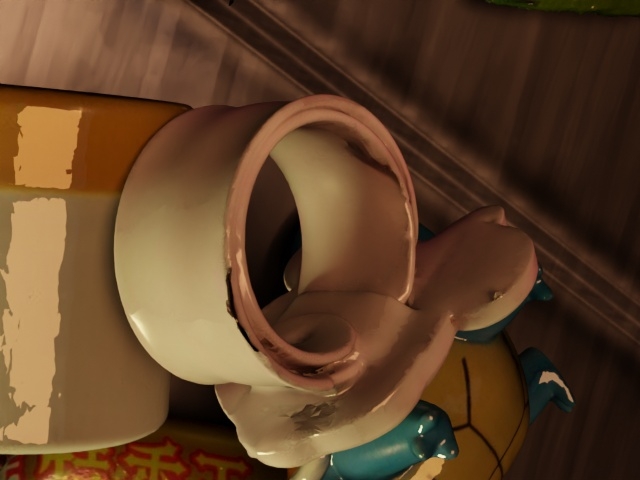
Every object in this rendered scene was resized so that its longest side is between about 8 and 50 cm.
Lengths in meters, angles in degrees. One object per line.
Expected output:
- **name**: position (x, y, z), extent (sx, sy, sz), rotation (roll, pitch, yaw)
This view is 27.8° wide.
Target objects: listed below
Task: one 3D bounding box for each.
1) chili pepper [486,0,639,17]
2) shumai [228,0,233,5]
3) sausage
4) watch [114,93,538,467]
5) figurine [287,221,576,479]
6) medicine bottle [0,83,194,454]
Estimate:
- **chili pepper**: position (0.303, -0.231, 1.258), extent (0.359, 0.076, 0.085), rotation (10, 66, -30)
- **shumai**: position (-0.121, -0.322, 0.977), extent (0.185, 0.218, 0.184), rotation (27, 67, 12)
- **sausage**: position (-0.158, 0.184, 1.019), extent (0.317, 0.117, 0.125), rotation (18, 54, -30)
- **watch**: position (0.000, 0.000, 0.839), extent (0.248, 0.211, 0.217), rotation (-52, 127, -35)
- **figurine**: position (0.077, 0.130, 0.997), extent (0.298, 0.243, 0.416), rotation (77, 16, -54)
- **medicine bottle**: position (-0.212, 0.008, 0.893), extent (0.238, 0.238, 0.232), rotation (3, 97, -30)
